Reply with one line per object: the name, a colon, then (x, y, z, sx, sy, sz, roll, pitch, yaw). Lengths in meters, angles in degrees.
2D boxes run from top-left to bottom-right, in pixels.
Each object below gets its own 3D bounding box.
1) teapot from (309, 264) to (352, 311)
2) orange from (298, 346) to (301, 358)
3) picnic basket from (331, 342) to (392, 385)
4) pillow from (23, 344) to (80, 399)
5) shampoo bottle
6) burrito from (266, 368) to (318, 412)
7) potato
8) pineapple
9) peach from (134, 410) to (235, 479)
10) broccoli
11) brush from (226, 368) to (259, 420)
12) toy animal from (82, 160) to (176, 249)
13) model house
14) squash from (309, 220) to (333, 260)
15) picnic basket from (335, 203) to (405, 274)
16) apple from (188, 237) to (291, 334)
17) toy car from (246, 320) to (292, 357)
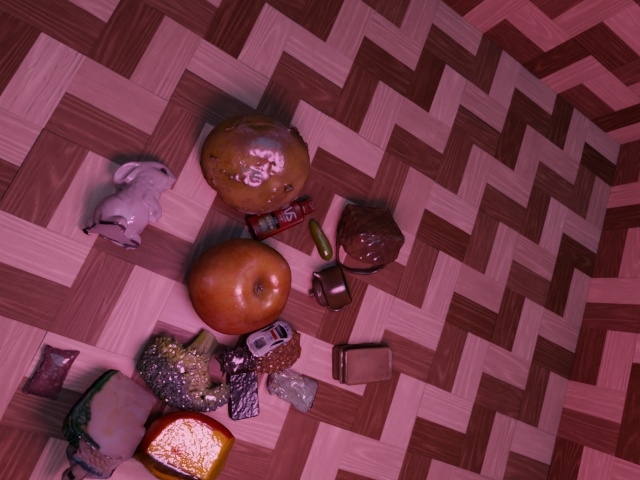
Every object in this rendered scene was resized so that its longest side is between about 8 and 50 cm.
teapot: (0.038, 0.228, 1.975, 0.175, 0.185, 0.267, -17, 125, 7)
orange: (-0.120, 0.488, 1.929, 0.086, 0.062, 0.086, 4, 81, -24)
picnic basket: (0.190, 0.560, 2.018, 0.267, 0.139, 0.165, 2, 85, -24)
pillow: (-0.954, 0.467, 1.565, 0.118, 0.043, 0.185, 25, 76, -23)
shampoo bottle: (-0.171, -0.101, 1.952, 0.314, 0.076, 0.118, -25, 88, -24)
burrito: (-0.125, 0.635, 1.901, 0.229, 0.089, 0.144, 34, 59, -19)
potato: (-0.250, -0.329, 1.781, 0.442, 0.319, 0.385, -1, 74, -20)
pineapple: (-0.249, 0.449, 1.749, 0.362, 0.202, 0.202, -4, 87, -52)
peach: (-0.487, 0.745, 1.590, 0.306, 0.380, 0.242, 16, 57, 8)
broccoli: (-0.482, 0.494, 1.663, 0.375, 0.249, 0.302, 40, 74, -10)
brush: (-0.319, 0.636, 1.825, 0.123, 0.059, 0.197, -3, 86, -26)
toy animal: (-0.711, -0.159, 1.675, 0.258, 0.194, 0.357, 15, 61, 1)
model house: (-0.759, 0.657, 1.501, 0.243, 0.298, 0.284, 39, 109, -10)
squash: (0.000, 0.000, 2.029, 0.066, 0.066, 0.201, -25, 89, -24)
picnic basket: (0.206, 0.032, 2.029, 0.293, 0.337, 0.337, 6, 83, -14)
apple: (-0.304, 0.177, 1.722, 0.391, 0.346, 0.391, 2, 86, -30)
toy car: (-0.191, 0.373, 1.696, 0.205, 0.056, 0.095, -21, 71, -40)
